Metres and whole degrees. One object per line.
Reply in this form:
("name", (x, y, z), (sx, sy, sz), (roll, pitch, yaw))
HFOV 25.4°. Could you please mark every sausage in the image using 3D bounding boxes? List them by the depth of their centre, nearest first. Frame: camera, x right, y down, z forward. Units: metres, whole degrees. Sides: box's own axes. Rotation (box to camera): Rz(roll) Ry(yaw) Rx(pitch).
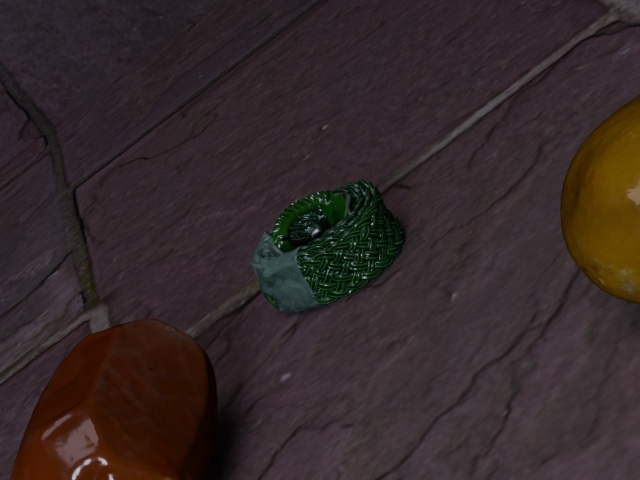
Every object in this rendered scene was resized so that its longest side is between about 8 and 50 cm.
("sausage", (-0.166, 0.172, 1.167), (0.141, 0.153, 0.268), (-55, 14, 27))

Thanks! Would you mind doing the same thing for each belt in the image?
("belt", (0.000, 0.000, 1.353), (0.151, 0.079, 0.121), (-28, 24, 23))

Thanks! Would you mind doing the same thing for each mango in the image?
("mango", (0.264, -0.052, 1.031), (0.176, 0.119, 0.317), (-25, 17, 34))
